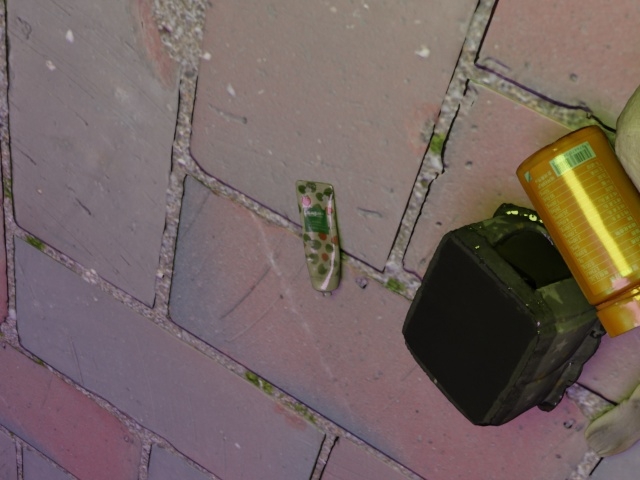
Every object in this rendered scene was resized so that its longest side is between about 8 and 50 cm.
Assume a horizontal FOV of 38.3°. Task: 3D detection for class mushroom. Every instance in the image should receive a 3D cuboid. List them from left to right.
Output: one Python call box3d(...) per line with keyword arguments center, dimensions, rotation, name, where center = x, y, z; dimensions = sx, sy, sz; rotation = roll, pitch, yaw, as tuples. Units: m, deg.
box3d(center=(0.372, 0.199, 1.072), dimensions=(0.059, 0.054, 0.202), rotation=(39, 142, 13), name="mushroom")

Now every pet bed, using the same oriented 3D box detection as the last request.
box3d(center=(0.218, 0.082, 1.028), dimensions=(0.183, 0.159, 0.211), rotation=(49, 141, 31), name="pet bed")

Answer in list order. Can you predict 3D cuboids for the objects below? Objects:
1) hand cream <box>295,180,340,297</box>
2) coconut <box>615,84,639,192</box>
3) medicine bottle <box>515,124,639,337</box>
box3d(center=(0.000, 0.000, 1.205), dimensions=(0.057, 0.037, 0.165), rotation=(9, 121, 31), name="hand cream")
box3d(center=(0.368, -0.081, 0.721), dimensions=(0.266, 0.237, 0.237), rotation=(10, 127, 26), name="coconut")
box3d(center=(0.277, -0.010, 0.902), dimensions=(0.096, 0.096, 0.192), rotation=(-40, 74, 46), name="medicine bottle")
